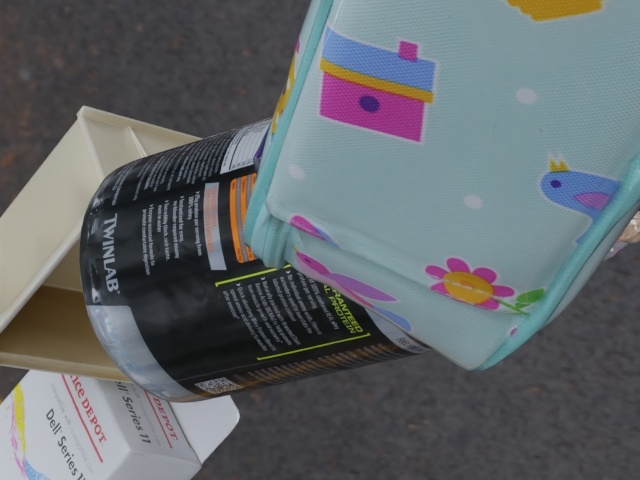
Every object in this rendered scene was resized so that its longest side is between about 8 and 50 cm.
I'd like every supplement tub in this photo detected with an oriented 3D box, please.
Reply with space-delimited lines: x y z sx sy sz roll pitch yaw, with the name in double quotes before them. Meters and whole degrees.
"supplement tub" 0.000 0.000 1.219 0.338 0.207 0.207 -14 71 29

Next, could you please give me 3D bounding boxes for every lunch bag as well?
"lunch bag" 0.075 -0.109 0.465 0.279 0.108 0.224 114 -179 -51

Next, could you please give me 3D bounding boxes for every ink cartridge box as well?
"ink cartridge box" -0.269 0.240 1.786 0.353 0.119 0.207 -48 49 19

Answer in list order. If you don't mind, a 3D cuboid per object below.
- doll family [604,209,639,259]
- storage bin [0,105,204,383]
"doll family" 0.343 -0.047 1.629 0.163 0.263 0.118 -41 65 52
"storage bin" -0.199 0.017 1.635 0.262 0.260 0.123 -47 49 28
